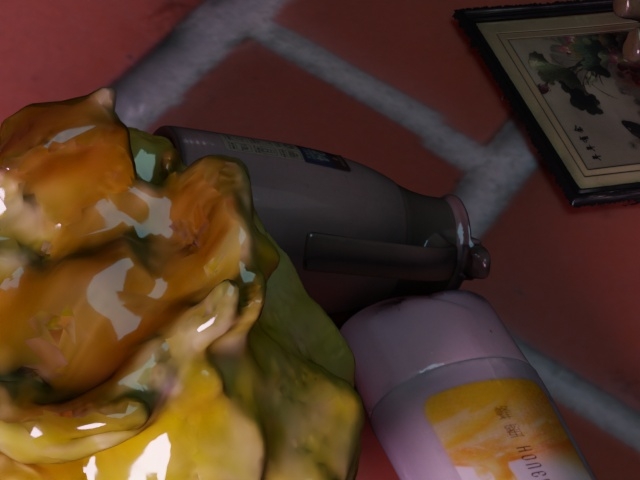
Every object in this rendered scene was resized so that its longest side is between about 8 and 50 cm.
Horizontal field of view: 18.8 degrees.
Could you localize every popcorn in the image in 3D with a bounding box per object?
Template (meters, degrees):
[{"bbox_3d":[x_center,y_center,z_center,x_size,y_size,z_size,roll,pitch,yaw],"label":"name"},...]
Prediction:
[{"bbox_3d":[-0.106,0.061,0.935,0.258,0.270,0.224,-2,22,47],"label":"popcorn"}]

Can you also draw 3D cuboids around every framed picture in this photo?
[{"bbox_3d":[0.213,-0.101,1.355,0.199,0.010,0.195,-7,50,-25],"label":"framed picture"}]

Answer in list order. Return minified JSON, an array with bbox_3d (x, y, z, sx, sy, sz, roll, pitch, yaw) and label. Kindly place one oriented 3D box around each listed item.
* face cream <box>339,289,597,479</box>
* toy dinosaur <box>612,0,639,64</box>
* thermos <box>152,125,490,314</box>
[{"bbox_3d":[0.102,0.143,1.039,0.107,0.073,0.269,-2,47,-31],"label":"face cream"},{"bbox_3d":[0.308,-0.145,1.379,0.188,0.075,0.247,10,39,-21],"label":"toy dinosaur"},{"bbox_3d":[0.000,0.000,1.107,0.193,0.105,0.137,7,5,-21],"label":"thermos"}]
